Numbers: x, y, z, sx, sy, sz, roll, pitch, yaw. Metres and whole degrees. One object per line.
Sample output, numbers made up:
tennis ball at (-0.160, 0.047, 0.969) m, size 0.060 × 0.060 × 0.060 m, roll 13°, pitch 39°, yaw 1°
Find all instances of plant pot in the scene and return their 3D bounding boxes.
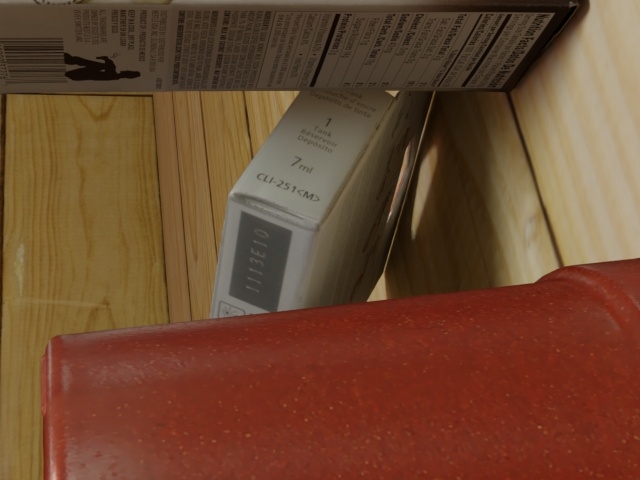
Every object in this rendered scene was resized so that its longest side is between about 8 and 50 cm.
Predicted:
plant pot at (0.032, 0.132, 0.479) m, size 0.272 × 0.265 × 0.272 m, roll 180°, pitch 90°, yaw -77°

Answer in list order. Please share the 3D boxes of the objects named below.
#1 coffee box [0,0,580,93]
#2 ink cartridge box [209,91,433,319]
coffee box at (-0.029, -0.175, 0.685) m, size 0.119 × 0.297 × 0.168 m, roll 118°, pitch 149°, yaw -72°
ink cartridge box at (0.000, 0.000, 0.854) m, size 0.275 × 0.060 × 0.239 m, roll 103°, pitch -168°, yaw -46°
